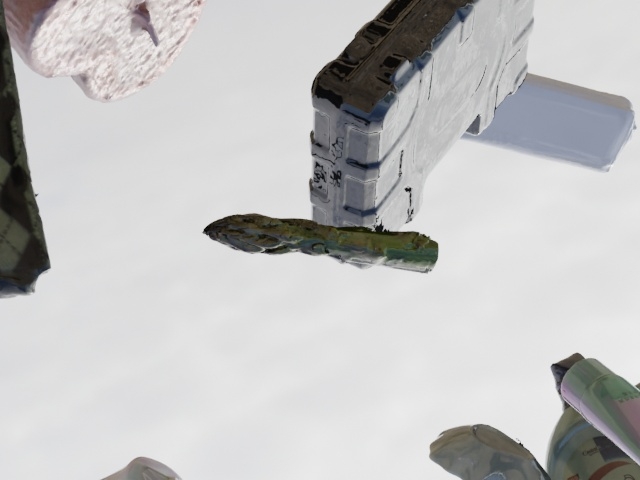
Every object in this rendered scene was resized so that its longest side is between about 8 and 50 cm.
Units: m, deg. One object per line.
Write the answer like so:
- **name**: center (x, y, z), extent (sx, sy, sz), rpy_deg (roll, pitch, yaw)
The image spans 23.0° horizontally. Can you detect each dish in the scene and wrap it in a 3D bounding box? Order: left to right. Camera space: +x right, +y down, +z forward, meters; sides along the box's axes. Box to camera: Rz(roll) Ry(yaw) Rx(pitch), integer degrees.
- **dish**: center (0.179, 0.216, 1.575), extent (0.137, 0.039, 0.091), rpy_deg (27, -154, 20)

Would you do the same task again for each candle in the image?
- **candle**: center (-0.217, -0.288, 1.784), extent (0.287, 0.131, 0.317), rpy_deg (-46, 163, 4)

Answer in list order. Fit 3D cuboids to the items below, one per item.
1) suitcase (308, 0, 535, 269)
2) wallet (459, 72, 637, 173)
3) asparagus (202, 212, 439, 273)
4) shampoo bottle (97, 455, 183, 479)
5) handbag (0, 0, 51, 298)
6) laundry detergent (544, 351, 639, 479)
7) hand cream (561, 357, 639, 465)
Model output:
- **suitcase**: center (0.088, -0.131, 1.279), extent (0.066, 0.206, 0.285), rpy_deg (27, -125, 20)
- **wallet**: center (0.231, -0.125, 1.618), extent (0.190, 0.095, 0.033), rpy_deg (12, -140, -7)
- **asparagus**: center (0.000, 0.001, 1.097), extent (0.165, 0.030, 0.036), rpy_deg (7, -177, -5)
- **shampoo bottle**: center (-0.133, 0.193, 1.115), extent (0.099, 0.072, 0.043), rpy_deg (-31, -164, 32)
- **handbag**: center (-0.358, -0.112, 0.989), extent (0.180, 0.316, 0.416), rpy_deg (-30, 154, 24)
- **laundry detergent**: center (0.340, 0.239, 1.664), extent (0.215, 0.280, 0.105), rpy_deg (-27, 165, 11)
- **hand cream**: center (0.270, 0.159, 1.305), extent (0.076, 0.047, 0.174), rpy_deg (-6, -150, -30)
